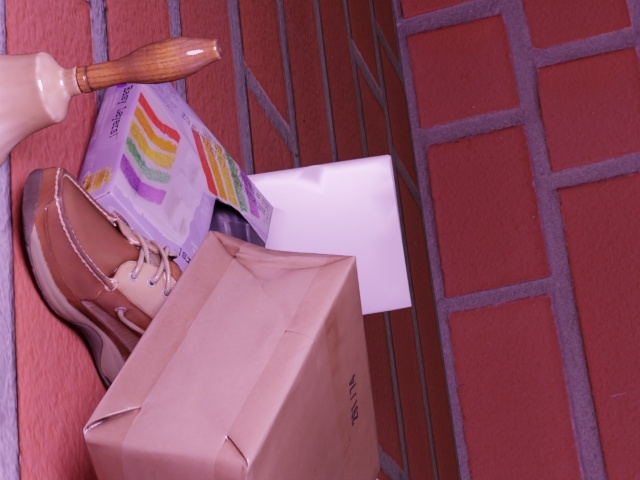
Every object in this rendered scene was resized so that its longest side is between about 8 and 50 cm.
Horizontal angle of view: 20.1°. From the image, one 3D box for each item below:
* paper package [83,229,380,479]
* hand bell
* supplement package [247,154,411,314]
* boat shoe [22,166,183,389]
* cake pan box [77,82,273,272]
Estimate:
[{"bbox_3d":[-0.072,0.209,1.787,0.309,0.168,0.325,-62,152,-42],"label":"paper package"},{"bbox_3d":[-0.207,-0.150,1.655,0.126,0.242,0.126,-13,90,-77],"label":"hand bell"},{"bbox_3d":[0.000,0.000,2.389,0.262,0.199,0.198,-160,-118,-87],"label":"supplement package"},{"bbox_3d":[-0.194,0.040,1.812,0.324,0.120,0.122,64,18,-49],"label":"boat shoe"},{"bbox_3d":[-0.157,-0.029,2.000,0.267,0.070,0.246,52,31,-30],"label":"cake pan box"}]
